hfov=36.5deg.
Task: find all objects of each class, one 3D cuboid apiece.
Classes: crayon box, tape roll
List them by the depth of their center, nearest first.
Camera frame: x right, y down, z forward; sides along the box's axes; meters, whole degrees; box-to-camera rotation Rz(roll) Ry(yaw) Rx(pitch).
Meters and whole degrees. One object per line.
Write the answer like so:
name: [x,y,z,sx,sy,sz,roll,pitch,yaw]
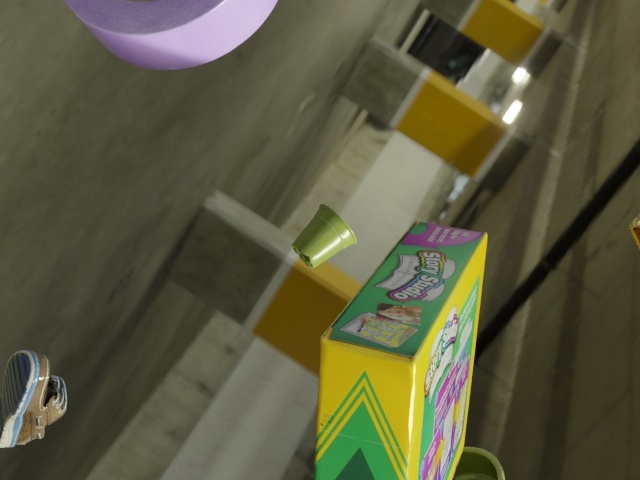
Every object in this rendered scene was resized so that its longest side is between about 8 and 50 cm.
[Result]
crayon box: [0.095,0.184,1.101,0.363,0.106,0.313,-44,140,-63]
tape roll: [-0.179,-0.347,1.159,0.275,0.274,0.090,-57,158,-6]

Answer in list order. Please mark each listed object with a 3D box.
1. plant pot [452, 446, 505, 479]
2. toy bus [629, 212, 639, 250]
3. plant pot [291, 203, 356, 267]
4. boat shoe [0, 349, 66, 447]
plant pot: [0.257,0.549,1.687,0.276,0.254,0.276,-32,-163,11]
toy bus: [0.466,-0.019,1.113,0.202,0.104,0.191,-32,154,31]
plant pot: [0.000,0.000,1.509,0.079,0.083,0.083,-43,176,-14]
boat shoe: [-0.327,0.178,1.108,0.183,0.066,0.066,-52,-134,48]
